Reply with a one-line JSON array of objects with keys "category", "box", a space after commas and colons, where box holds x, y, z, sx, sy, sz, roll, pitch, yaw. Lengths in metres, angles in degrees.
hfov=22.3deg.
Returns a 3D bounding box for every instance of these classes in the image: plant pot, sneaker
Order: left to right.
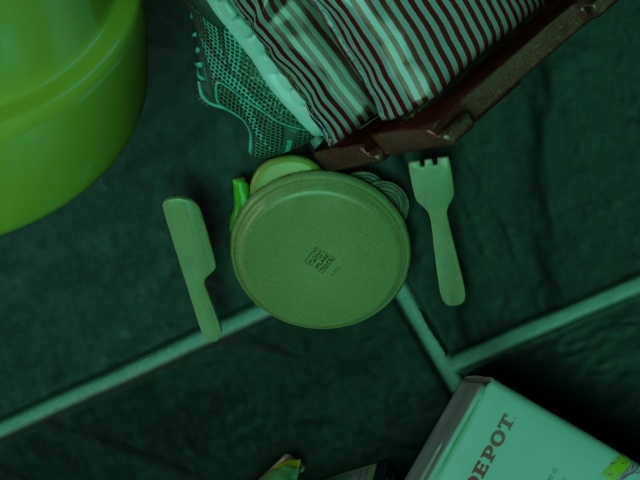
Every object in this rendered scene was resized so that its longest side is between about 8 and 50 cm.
[{"category": "plant pot", "box": [-0.219, -0.163, 0.837, 0.254, 0.254, 0.239, 10, 139, 6]}, {"category": "sneaker", "box": [-0.058, -0.120, 1.040, 0.076, 0.065, 0.166, -31, 103, 25]}]

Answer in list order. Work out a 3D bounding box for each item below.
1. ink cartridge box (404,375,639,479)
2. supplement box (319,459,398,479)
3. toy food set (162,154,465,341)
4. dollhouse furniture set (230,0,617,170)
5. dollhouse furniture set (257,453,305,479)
[{"category": "ink cartridge box", "box": [0.156, 0.208, 1.094, 0.212, 0.093, 0.154, 31, 83, -6]}, {"category": "supplement box", "box": [0.024, 0.216, 1.173, 0.083, 0.056, 0.083, -20, 108, 18]}, {"category": "toy food set", "box": [0.000, 0.000, 1.099, 0.192, 0.038, 0.132, -8, 119, 8]}, {"category": "dollhouse furniture set", "box": [0.095, -0.227, 0.799, 0.374, 0.152, 0.201, -43, 103, -20]}, {"category": "dollhouse furniture set", "box": [-0.081, 0.205, 1.176, 0.058, 0.076, 0.151, 40, 115, -9]}]
